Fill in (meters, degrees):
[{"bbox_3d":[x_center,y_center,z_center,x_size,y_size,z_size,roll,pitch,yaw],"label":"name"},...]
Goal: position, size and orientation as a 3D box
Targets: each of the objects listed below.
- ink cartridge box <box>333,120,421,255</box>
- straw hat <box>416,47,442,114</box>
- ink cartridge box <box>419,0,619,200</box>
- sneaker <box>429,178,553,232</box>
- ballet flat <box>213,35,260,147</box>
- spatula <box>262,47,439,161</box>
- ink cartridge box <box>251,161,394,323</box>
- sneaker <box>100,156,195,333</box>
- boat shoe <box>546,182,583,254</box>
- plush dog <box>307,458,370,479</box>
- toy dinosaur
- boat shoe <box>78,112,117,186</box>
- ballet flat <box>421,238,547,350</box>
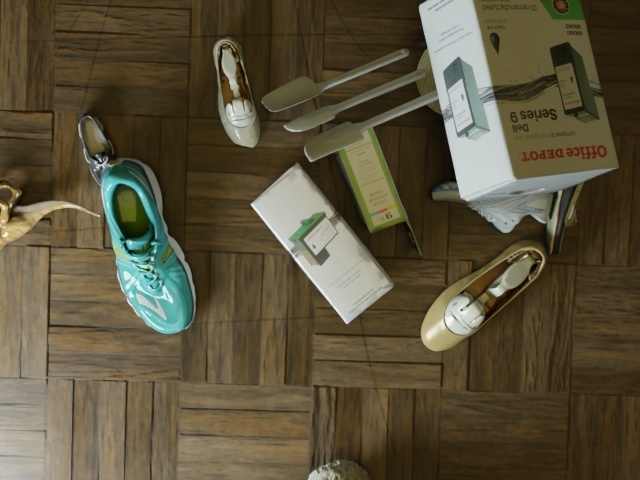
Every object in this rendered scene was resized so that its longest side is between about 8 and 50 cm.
[{"bbox_3d":[0.078,-0.068,1.635,0.062,0.109,0.209,-22,94,-1],"label":"ink cartridge box"},{"bbox_3d":[0.217,-0.248,1.654,0.144,0.061,0.145,0,93,-2],"label":"straw hat"},{"bbox_3d":[0.280,-0.214,1.566,0.211,0.121,0.289,-8,83,-32],"label":"ink cartridge box"},{"bbox_3d":[0.258,-0.052,1.665,0.190,0.071,0.083,1,99,-2],"label":"sneaker"},{"bbox_3d":[-0.128,-0.217,1.645,0.057,0.052,0.168,-15,94,-2],"label":"ballet flat"},{"bbox_3d":[0.053,-0.207,1.602,0.242,0.168,0.019,-26,135,-14],"label":"spatula"},{"bbox_3d":[0.000,0.000,1.611,0.092,0.160,0.219,-39,93,0],"label":"ink cartridge box"},{"bbox_3d":[-0.260,0.016,1.620,0.107,0.110,0.275,-19,105,-1],"label":"sneaker"},{"bbox_3d":[0.369,-0.044,1.680,0.043,0.049,0.137,10,88,-5],"label":"boat shoe"},{"bbox_3d":[0.061,0.488,1.643,0.225,0.210,0.262,29,92,-27],"label":"plush dog"},{"bbox_3d":[-0.442,-0.036,1.649,0.211,0.064,0.112,-31,112,9],"label":"toy dinosaur"},{"bbox_3d":[-0.325,-0.128,1.650,0.046,0.038,0.125,-16,94,-2],"label":"boat shoe"},{"bbox_3d":[0.243,0.080,1.668,0.232,0.073,0.080,-43,94,1],"label":"ballet flat"}]
